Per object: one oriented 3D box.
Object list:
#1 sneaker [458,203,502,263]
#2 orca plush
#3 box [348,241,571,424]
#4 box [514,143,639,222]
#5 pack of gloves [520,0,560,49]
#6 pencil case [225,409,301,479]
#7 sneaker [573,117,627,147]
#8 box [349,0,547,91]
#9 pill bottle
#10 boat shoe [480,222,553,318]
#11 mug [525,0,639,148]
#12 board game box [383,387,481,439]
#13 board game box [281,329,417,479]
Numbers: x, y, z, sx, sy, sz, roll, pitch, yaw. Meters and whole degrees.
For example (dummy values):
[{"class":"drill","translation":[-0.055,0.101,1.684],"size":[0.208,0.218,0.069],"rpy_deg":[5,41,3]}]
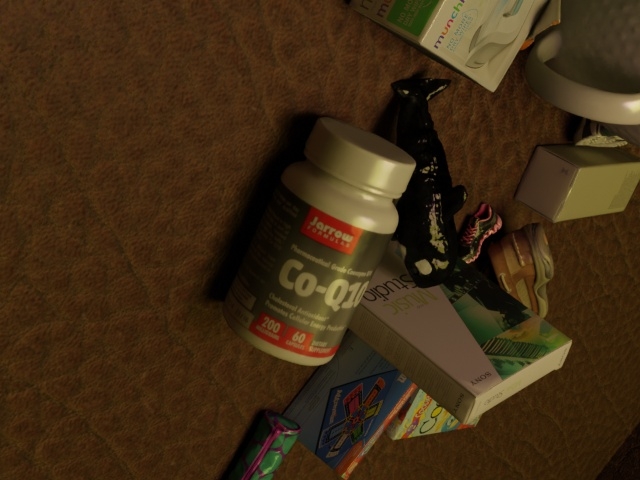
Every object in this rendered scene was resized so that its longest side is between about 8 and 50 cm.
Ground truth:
[{"class":"sneaker","translation":[0.253,-0.014,1.867],"size":[0.119,0.047,0.057],"rpy_deg":[-51,142,-21]},{"class":"orca plush","translation":[0.167,-0.076,1.526],"size":[0.151,0.102,0.287],"rpy_deg":[6,88,-49]},{"class":"box","translation":[0.161,0.102,1.581],"size":[0.232,0.322,0.059],"rpy_deg":[-21,140,-43]},{"class":"box","translation":[0.468,-0.108,2.014],"size":[0.275,0.094,0.113],"rpy_deg":[-6,124,-50]},{"class":"pack of gloves","translation":[0.345,-0.374,1.472],"size":[0.046,0.195,0.232],"rpy_deg":[26,59,-25]},{"class":"pencil case","translation":[-0.091,0.332,1.702],"size":[0.152,0.064,0.070],"rpy_deg":[-60,173,7]},{"class":"sneaker","translation":[0.492,-0.250,1.914],"size":[0.235,0.094,0.153],"rpy_deg":[86,5,-80]},{"class":"box","translation":[0.190,-0.349,1.392],"size":[0.262,0.126,0.231],"rpy_deg":[-60,150,8]},{"class":"pill bottle","translation":[0.000,0.000,1.424],"size":[0.161,0.161,0.283],"rpy_deg":[3,117,-54]},{"class":"boat shoe","translation":[0.338,0.068,2.006],"size":[0.116,0.123,0.324],"rpy_deg":[-15,151,0]},{"class":"mug","translation":[0.459,-0.264,1.633],"size":[0.374,0.328,0.276],"rpy_deg":[-28,139,-36]},{"class":"board game box","translation":[0.173,0.227,1.883],"size":[0.275,0.144,0.142],"rpy_deg":[6,114,-54]},{"class":"board game box","translation":[0.072,0.211,1.731],"size":[0.281,0.145,0.027],"rpy_deg":[-51,148,-6]}]
